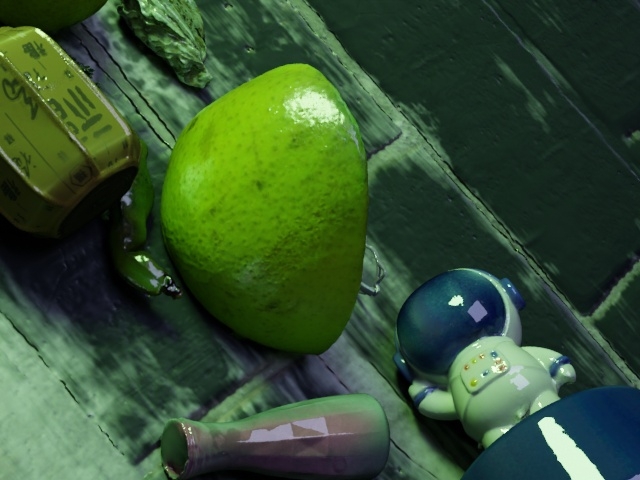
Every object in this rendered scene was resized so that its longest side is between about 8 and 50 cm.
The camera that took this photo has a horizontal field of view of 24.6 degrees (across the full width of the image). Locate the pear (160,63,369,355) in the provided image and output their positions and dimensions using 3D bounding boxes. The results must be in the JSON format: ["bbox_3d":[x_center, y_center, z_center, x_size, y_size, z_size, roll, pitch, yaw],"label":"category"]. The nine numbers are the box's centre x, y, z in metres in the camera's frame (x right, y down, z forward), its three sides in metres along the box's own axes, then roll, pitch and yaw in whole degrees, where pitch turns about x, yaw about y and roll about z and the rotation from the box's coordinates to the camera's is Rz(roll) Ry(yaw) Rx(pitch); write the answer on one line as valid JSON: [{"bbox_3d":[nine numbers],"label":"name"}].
[{"bbox_3d":[-0.054,-0.050,1.452,0.139,0.239,0.288,-3,58,-39],"label":"pear"}]

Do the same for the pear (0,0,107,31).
[{"bbox_3d":[-0.276,-0.300,1.506,0.166,0.180,0.216,24,1,-28],"label":"pear"}]

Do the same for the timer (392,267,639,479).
[{"bbox_3d":[0.198,0.182,1.486,0.270,0.270,0.383,-1,43,-37],"label":"timer"}]

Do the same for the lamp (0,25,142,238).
[{"bbox_3d":[-0.271,-0.101,1.395,0.185,0.161,0.161,46,42,7],"label":"lamp"}]

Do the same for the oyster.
[{"bbox_3d":[-0.179,-0.256,1.659,0.125,0.064,0.177,21,34,-43],"label":"oyster"}]

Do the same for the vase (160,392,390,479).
[{"bbox_3d":[-0.044,0.191,1.389,0.214,0.086,0.086,1,57,-31],"label":"vase"}]

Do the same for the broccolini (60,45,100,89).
[{"bbox_3d":[-0.339,-0.204,1.499,0.254,0.057,0.071,28,7,-20],"label":"broccolini"}]

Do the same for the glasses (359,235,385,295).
[{"bbox_3d":[0.000,0.000,1.583,0.104,0.062,0.140,4,54,-33],"label":"glasses"}]

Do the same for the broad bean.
[{"bbox_3d":[-0.187,-0.019,1.468,0.061,0.046,0.195,-3,54,-23],"label":"broad bean"}]
